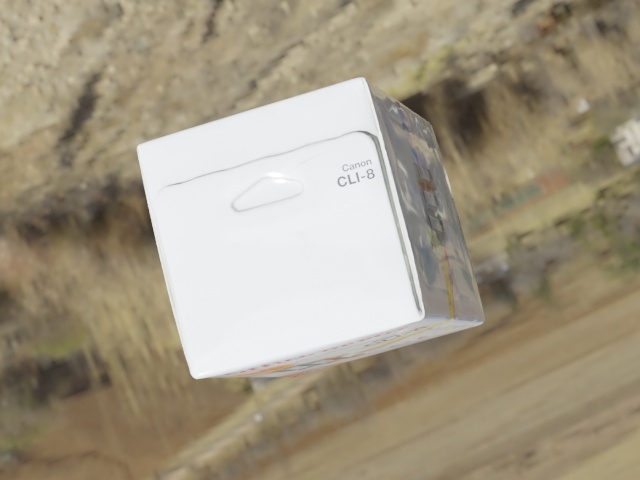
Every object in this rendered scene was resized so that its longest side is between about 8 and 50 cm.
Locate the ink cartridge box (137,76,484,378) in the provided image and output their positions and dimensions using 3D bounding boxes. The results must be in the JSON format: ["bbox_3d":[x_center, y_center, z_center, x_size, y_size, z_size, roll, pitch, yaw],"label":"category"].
[{"bbox_3d":[0.000,0.000,0.888,0.128,0.127,0.176,-16,172,14],"label":"ink cartridge box"}]
